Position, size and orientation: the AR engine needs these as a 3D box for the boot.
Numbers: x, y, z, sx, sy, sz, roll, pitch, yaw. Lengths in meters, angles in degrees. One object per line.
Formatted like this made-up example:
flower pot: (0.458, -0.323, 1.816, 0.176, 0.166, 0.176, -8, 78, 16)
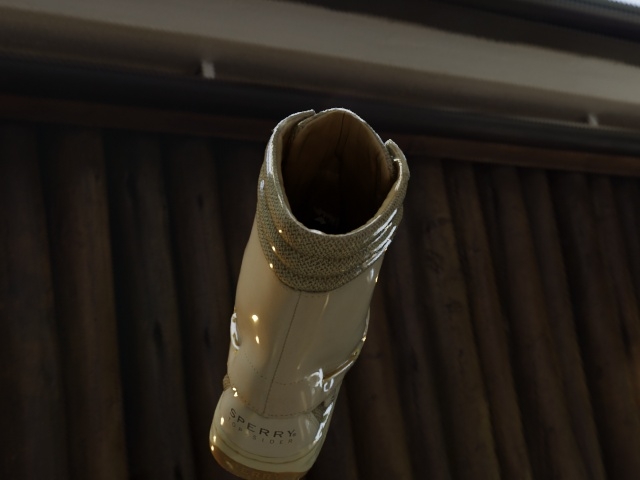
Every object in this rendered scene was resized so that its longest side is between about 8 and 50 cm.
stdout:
boot: (0.000, 0.000, 0.597, 0.095, 0.203, 0.262, 16, -146, 4)
